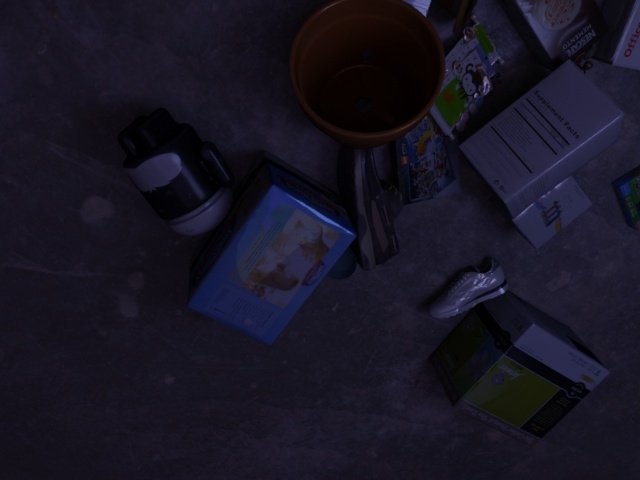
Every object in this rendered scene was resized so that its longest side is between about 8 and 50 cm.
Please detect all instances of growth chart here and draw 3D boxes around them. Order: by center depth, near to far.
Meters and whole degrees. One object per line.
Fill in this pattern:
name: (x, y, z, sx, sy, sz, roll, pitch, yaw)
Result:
growth chart: (0.322, -0.359, 1.254, 0.172, 0.021, 0.237, 35, 88, -32)

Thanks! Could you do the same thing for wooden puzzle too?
wooden puzzle: (0.387, -0.359, 1.310, 0.083, 0.006, 0.049, -18, 119, -1)

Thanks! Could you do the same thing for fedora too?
fedora: (0.288, -0.528, 1.134, 0.079, 0.194, 0.194, 26, 112, 10)

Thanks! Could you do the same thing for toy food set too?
toy food set: (0.593, -0.397, 1.277, 0.078, 0.019, 0.122, -29, 159, 6)

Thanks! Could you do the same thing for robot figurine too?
robot figurine: (-0.307, -0.142, 1.209, 0.173, 0.209, 0.278, -38, 118, -13)

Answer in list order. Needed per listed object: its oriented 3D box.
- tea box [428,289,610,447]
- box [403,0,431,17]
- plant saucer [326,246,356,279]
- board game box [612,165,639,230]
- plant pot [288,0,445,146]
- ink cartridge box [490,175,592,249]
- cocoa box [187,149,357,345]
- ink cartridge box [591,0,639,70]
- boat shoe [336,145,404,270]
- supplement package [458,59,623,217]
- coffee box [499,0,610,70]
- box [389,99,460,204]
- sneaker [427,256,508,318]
tea box: (0.553, 0.357, 1.587, 0.329, 0.220, 0.323, 31, 107, -22)
box: (0.163, -0.511, 1.156, 0.126, 0.072, 0.137, 11, 114, -15)
plant saucer: (0.038, 0.045, 1.425, 0.119, 0.021, 0.119, 11, 124, 17)
board game box: (0.908, -0.147, 1.494, 0.211, 0.039, 0.160, -33, 117, 7)
plant pot: (0.088, -0.312, 1.129, 0.291, 0.203, 0.290, 0, 80, 1)
ink cartridge box: (0.552, -0.095, 1.406, 0.176, 0.128, 0.127, -41, 116, 12)
cocoa box: (-0.122, 0.017, 1.288, 0.231, 0.228, 0.347, 30, 108, -22)
ink cartridge box: (0.774, -0.482, 1.255, 0.273, 0.114, 0.197, 5, 117, -14)
boat shoe: (0.125, -0.094, 1.347, 0.130, 0.132, 0.355, -18, 128, -12)
supplement package: (0.494, -0.220, 1.262, 0.293, 0.175, 0.177, -38, 158, 14)
coffee box: (0.489, -0.508, 1.199, 0.141, 0.098, 0.246, -41, 117, 12)
box: (0.250, -0.210, 1.335, 0.159, 0.044, 0.233, -13, 118, -8)
sneaker: (0.392, 0.133, 1.531, 0.235, 0.090, 0.094, -28, 105, 1)
